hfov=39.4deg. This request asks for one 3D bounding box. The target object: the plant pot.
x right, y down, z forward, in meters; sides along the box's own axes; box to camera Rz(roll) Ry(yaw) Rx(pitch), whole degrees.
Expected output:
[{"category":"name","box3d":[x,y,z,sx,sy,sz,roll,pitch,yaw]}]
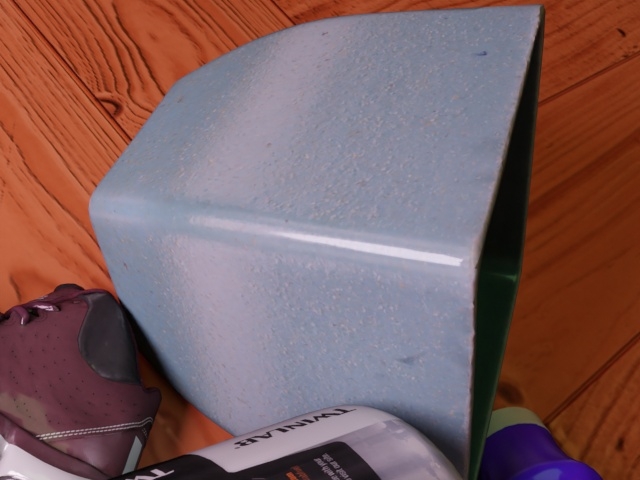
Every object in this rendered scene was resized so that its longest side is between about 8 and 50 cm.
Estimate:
[{"category":"plant pot","box3d":[0.000,0.000,0.600,0.252,0.247,0.248,9,45,17]}]

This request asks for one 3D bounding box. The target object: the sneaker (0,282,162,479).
[{"category":"sneaker","box3d":[-0.225,0.066,0.548,0.281,0.106,0.162,33,41,-10]}]

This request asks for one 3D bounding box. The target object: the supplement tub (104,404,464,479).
[{"category":"supplement tub","box3d":[-0.088,0.215,0.405,0.338,0.207,0.207,-12,59,-32]}]

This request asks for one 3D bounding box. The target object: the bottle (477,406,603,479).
[{"category":"bottle","box3d":[0.164,0.219,0.543,0.118,0.092,0.283,-23,34,1]}]
